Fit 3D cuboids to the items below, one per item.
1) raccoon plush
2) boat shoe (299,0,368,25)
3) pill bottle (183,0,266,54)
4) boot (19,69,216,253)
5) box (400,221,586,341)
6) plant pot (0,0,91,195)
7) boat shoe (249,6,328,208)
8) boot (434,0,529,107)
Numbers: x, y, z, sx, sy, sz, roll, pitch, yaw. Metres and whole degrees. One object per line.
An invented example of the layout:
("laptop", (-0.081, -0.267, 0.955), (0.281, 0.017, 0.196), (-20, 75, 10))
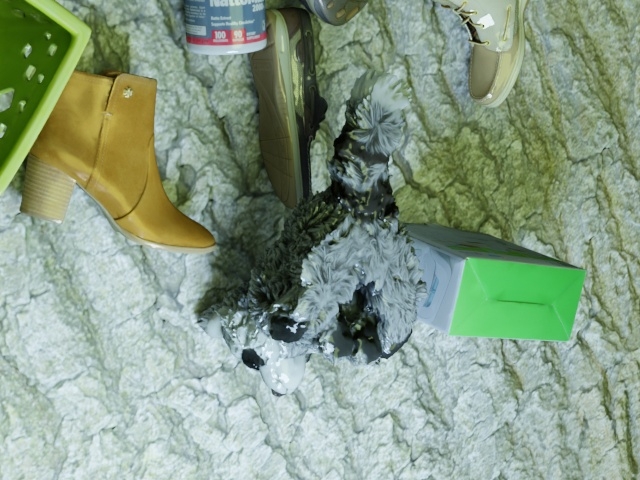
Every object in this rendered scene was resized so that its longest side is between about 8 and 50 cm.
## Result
("raccoon plush", (0.000, 0.000, 1.730), (0.216, 0.299, 0.446), (26, 78, -31))
("boat shoe", (-0.043, -0.445, 1.623), (0.132, 0.130, 0.355), (-38, 130, -26))
("pill bottle", (-0.127, -0.340, 1.615), (0.108, 0.108, 0.180), (-14, 112, -32))
("boot", (-0.237, -0.107, 1.612), (0.295, 0.104, 0.211), (15, 96, -34))
("box", (0.234, 0.059, 1.921), (0.262, 0.231, 0.126), (6, 100, -37))
("plant pot", (-0.431, -0.208, 1.375), (0.227, 0.207, 0.228), (32, 85, -37))
("boat shoe", (-0.035, -0.187, 1.735), (0.092, 0.103, 0.285), (-16, 107, -26))
("boot", (0.220, -0.342, 1.871), (0.203, 0.095, 0.262), (5, 99, -37))
